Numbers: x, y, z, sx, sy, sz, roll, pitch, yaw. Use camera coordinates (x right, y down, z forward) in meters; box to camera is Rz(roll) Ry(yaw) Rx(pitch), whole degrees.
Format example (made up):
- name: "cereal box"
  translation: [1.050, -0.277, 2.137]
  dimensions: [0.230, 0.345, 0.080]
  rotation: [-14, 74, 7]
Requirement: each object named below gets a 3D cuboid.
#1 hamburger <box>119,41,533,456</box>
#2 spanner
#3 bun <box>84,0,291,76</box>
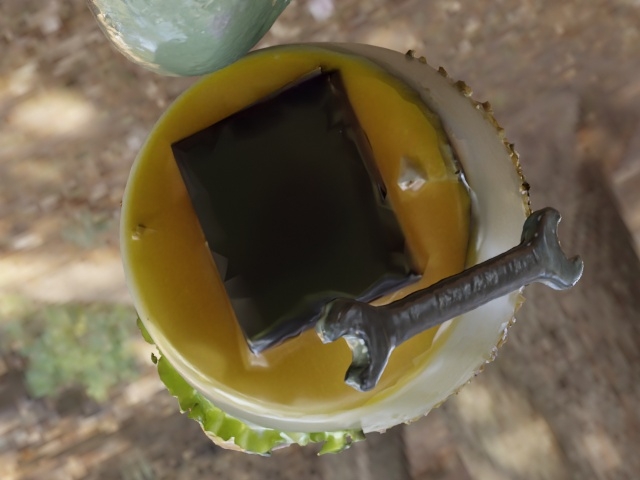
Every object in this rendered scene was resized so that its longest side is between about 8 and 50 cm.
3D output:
- name: "hamburger"
  translation: [0.000, 0.000, 1.156]
  dimensions: [0.294, 0.276, 0.179]
  rotation: [-28, 170, 12]
- name: "spanner"
  translation: [0.080, 0.029, 0.966]
  dimensions: [0.015, 0.054, 0.254]
  rotation: [-14, -176, 40]
- name: "bun"
  translation: [-0.074, -0.251, 1.045]
  dimensions: [0.187, 0.293, 0.293]
  rotation: [-16, 169, 3]
